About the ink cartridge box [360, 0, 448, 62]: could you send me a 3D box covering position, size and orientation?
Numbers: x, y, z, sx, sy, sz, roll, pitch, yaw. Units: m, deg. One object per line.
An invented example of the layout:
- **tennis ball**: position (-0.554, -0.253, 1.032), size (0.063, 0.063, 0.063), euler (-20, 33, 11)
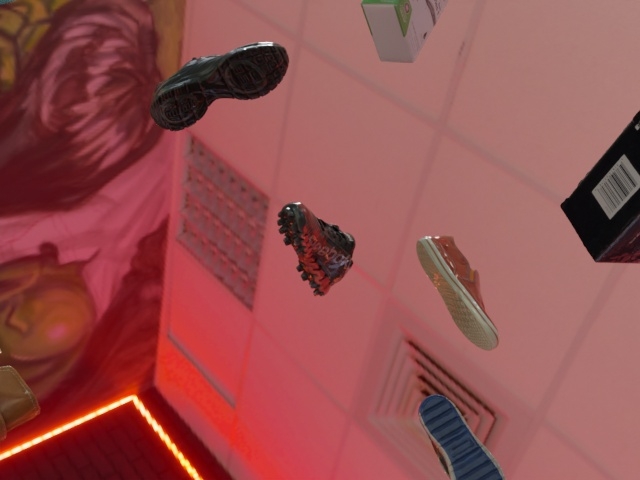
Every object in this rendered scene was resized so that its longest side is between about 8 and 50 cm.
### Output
- **ink cartridge box**: position (0.190, -0.525, 1.666), size (0.093, 0.219, 0.160), euler (12, -31, 32)

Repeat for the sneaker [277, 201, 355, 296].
- **sneaker**: position (0.000, 0.000, 1.573), size (0.097, 0.135, 0.276), euler (51, -10, 39)

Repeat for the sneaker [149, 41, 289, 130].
- **sneaker**: position (-0.202, -0.321, 1.464), size (0.130, 0.286, 0.109), euler (-113, -177, -50)

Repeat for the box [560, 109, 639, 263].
- **box**: position (0.390, -0.055, 0.850), size (0.156, 0.158, 0.093), euler (118, -36, -43)

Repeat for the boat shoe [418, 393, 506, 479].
- **boat shoe**: position (0.190, 0.287, 0.986), size (0.066, 0.066, 0.183), euler (69, -4, -70)

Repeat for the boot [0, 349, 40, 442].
- **boot**: position (-0.464, 0.150, 0.812), size (0.283, 0.220, 0.109), euler (37, -41, 26)

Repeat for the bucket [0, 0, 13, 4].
- **bucket**: position (-0.449, -0.440, 0.930), size (0.281, 0.281, 0.183), euler (-45, -129, 49)

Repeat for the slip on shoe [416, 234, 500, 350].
- **slip on shoe**: position (0.339, 0.111, 1.786), size (0.123, 0.101, 0.331), euler (88, -20, -51)
